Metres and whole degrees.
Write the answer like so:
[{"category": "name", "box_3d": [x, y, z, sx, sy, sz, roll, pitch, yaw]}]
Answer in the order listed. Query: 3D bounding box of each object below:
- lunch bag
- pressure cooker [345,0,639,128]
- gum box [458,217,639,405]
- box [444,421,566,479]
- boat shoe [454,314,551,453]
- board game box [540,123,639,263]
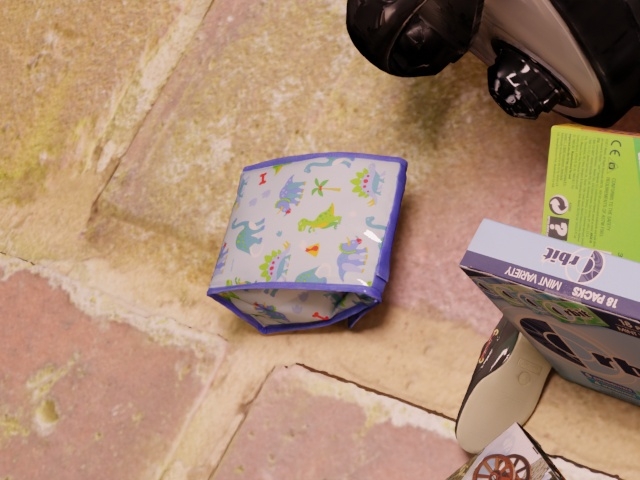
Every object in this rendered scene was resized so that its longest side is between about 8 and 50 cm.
[{"category": "lunch bag", "box_3d": [0.000, 0.000, 1.269, 0.151, 0.096, 0.129, -11, 56, 40]}, {"category": "pressure cooker", "box_3d": [0.178, -0.287, 1.131, 0.420, 0.370, 0.375, -46, 42, -2]}, {"category": "gum box", "box_3d": [0.199, 0.062, 1.034, 0.157, 0.184, 0.041, 19, 74, 41]}, {"category": "box", "box_3d": [0.094, 0.258, 1.076, 0.233, 0.044, 0.159, -41, 47, 6]}, {"category": "boat shoe", "box_3d": [0.139, 0.096, 1.152, 0.133, 0.049, 0.042, -59, 20, -2]}, {"category": "board game box", "box_3d": [0.276, -0.002, 1.060, 0.259, 0.039, 0.124, 11, 104, 30]}]
